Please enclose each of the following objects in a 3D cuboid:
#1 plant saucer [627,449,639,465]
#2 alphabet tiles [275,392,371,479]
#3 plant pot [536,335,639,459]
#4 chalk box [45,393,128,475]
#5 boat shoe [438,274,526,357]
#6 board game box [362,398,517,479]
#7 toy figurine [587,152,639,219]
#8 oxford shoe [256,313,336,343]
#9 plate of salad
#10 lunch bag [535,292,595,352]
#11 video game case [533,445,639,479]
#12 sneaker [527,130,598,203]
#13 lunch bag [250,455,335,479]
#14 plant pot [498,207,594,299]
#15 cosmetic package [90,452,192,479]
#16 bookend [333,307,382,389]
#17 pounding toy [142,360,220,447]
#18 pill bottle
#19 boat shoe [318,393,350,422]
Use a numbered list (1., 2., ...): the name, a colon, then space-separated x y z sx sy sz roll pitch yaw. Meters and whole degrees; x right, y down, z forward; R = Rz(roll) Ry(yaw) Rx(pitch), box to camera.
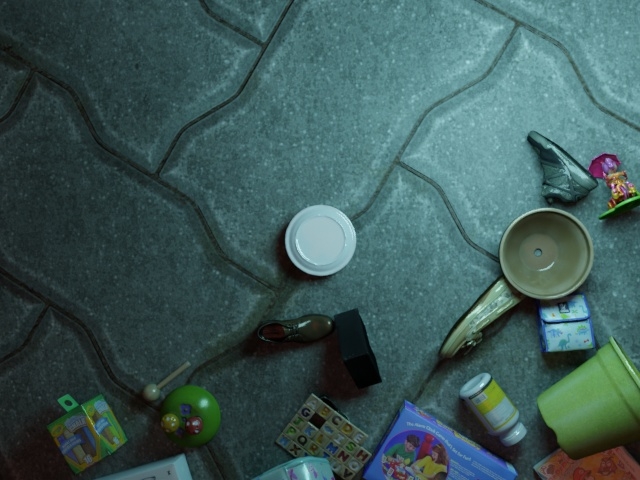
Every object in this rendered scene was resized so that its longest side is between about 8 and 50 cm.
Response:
1. plant saucer: 0.817 0.621 1.702 0.119 0.021 0.119 0 91 7
2. alphabet tiles: 0.017 0.574 1.783 0.237 0.009 0.198 36 108 5
3. plant pot: 0.710 0.425 1.608 0.254 0.276 0.276 -35 87 18
4. chalk box: -0.685 0.539 1.828 0.132 0.132 0.213 -31 89 7
5. boat shoe: 0.433 0.219 1.699 0.089 0.104 0.285 42 95 7
6. board game box: 0.325 0.634 1.734 0.347 0.078 0.233 31 95 5
7. toy figurine: 0.757 -0.155 1.634 0.130 0.173 0.159 -23 76 13
8. oxford shoe: -0.069 0.256 1.766 0.227 0.096 0.082 -10 88 5
9. plate of salad: 0.000 0.000 1.776 0.200 0.048 0.199 0 86 -2
10. lunch bag: 0.650 0.219 1.682 0.129 0.096 0.151 -6 79 7
11. video game case: 0.728 0.628 1.686 0.227 0.026 0.206 -40 71 6
12. sneaker: 0.609 -0.185 1.675 0.227 0.087 0.130 51 118 18
13. lunch bag: -0.105 0.685 1.715 0.279 0.224 0.108 -30 63 12
14. plant pot: 0.588 0.034 1.673 0.237 0.110 0.237 0 91 6
15. cosmetic package: -0.539 0.817 1.837 0.377 0.097 0.284 -19 86 7
16. bookend: 0.104 0.300 1.747 0.072 0.156 0.157 -19 45 7
17. pounding toy: -0.401 0.494 1.803 0.183 0.110 0.237 -32 88 6
18. pill bottle: 0.468 0.458 1.700 0.103 0.103 0.184 -38 87 6
19. boat shoe: 0.038 0.495 1.785 0.049 0.042 0.133 -38 88 3
